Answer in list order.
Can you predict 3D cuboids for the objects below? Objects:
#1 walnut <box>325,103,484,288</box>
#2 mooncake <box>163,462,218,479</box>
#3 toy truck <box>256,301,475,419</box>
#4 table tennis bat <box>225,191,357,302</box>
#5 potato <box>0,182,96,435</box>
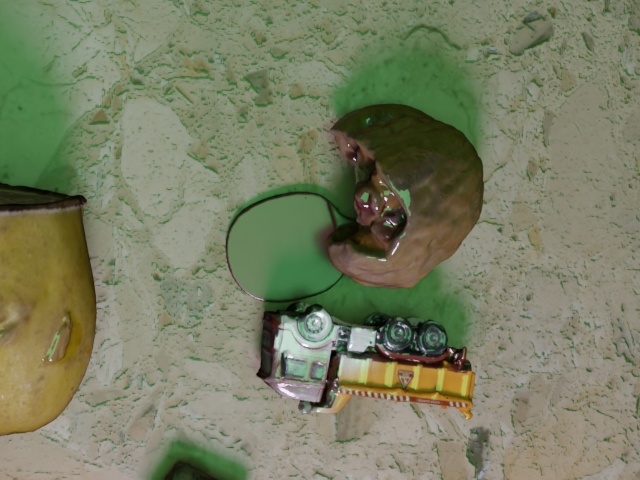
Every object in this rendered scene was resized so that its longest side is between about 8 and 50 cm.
[{"bbox_3d":[0.116,-0.062,1.475,0.204,0.141,0.238,4,81,-14],"label":"walnut"},{"bbox_3d":[-0.158,0.358,1.505,0.125,0.073,0.130,30,90,-14],"label":"mooncake"},{"bbox_3d":[0.057,0.156,1.513,0.270,0.114,0.135,9,88,-13],"label":"toy truck"},{"bbox_3d":[0.000,0.000,1.536,0.246,0.022,0.138,-12,97,-7],"label":"table tennis bat"},{"bbox_3d":[-0.438,0.081,1.319,0.397,0.290,0.296,-2,98,-38],"label":"potato"}]
